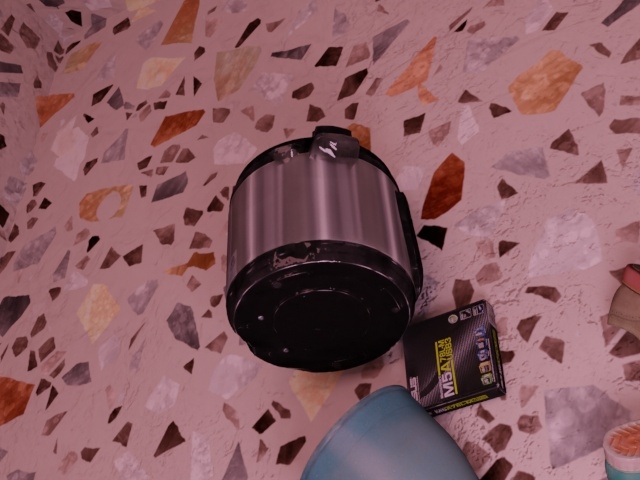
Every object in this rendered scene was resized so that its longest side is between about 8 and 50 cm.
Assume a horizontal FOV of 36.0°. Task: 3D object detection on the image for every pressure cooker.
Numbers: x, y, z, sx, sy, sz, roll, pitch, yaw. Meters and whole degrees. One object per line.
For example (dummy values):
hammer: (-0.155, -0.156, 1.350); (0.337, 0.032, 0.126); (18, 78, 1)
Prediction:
pressure cooker: (-0.006, -0.002, 1.950); (0.370, 0.375, 0.420); (-28, 41, 23)

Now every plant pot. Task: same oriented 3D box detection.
plant pot: (0.147, 0.425, 1.643); (0.255, 0.271, 0.272); (38, 87, 31)

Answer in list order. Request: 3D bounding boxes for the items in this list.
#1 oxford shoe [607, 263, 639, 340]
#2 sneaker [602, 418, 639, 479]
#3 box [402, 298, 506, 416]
oxford shoe: (0.614, 0.170, 1.571); (0.348, 0.123, 0.130); (41, 116, 44)
sneaker: (0.583, 0.324, 1.482); (0.302, 0.121, 0.108); (-10, 31, 11)
box: (0.246, 0.224, 1.841); (0.184, 0.045, 0.191); (-20, 50, 24)
